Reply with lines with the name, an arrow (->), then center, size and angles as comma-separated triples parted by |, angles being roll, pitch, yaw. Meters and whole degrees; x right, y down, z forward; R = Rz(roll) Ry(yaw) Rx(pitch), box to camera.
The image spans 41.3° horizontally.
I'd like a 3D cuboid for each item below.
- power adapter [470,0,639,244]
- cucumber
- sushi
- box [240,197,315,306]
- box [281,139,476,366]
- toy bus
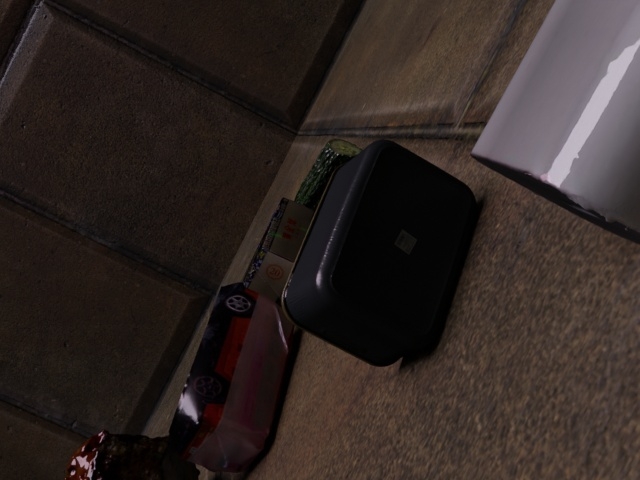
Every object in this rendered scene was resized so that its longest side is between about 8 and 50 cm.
power adapter -> 0.211, -0.125, 0.490 | 0.255, 0.124, 0.187 | -62, 11, 8
cucumber -> 0.004, -0.111, 1.701 | 0.265, 0.077, 0.077 | -56, 12, 47
sushi -> -0.296, 0.409, 1.335 | 0.343, 0.182, 0.196 | 82, -176, -68
box -> -0.113, 0.092, 1.642 | 0.310, 0.084, 0.198 | -61, 6, 32
box -> 0.064, 0.010, 0.847 | 0.090, 0.144, 0.201 | -37, 27, 62
toy bus -> -0.133, 0.209, 1.323 | 0.303, 0.147, 0.127 | -74, 11, -50
